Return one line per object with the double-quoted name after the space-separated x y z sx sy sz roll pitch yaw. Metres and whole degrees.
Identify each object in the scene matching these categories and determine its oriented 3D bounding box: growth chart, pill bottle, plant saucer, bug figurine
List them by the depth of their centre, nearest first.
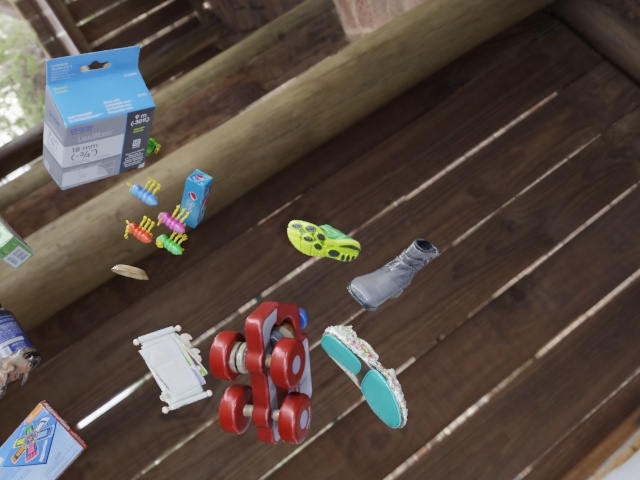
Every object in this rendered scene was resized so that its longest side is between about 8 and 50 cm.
-0.418 0.068 1.397 0.084 0.015 0.083 11 165 3 "plant saucer"
-0.371 0.320 1.621 0.237 0.172 0.021 55 127 27 "growth chart"
-0.856 0.261 1.693 0.219 0.123 0.122 51 166 14 "pill bottle"
-0.503 -0.054 1.929 0.216 0.072 0.279 31 140 4 "bug figurine"

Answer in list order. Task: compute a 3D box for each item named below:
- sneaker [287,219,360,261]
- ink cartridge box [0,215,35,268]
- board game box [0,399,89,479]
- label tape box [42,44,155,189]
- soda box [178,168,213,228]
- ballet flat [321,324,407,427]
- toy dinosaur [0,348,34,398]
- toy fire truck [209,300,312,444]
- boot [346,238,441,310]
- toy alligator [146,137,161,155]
0.000 0.000 2.232 0.296 0.109 0.123 20 -169 -32 "sneaker"
-0.798 -0.032 1.538 0.209 0.062 0.109 41 166 20 "ink cartridge box"
-0.664 0.509 1.438 0.145 0.281 0.027 44 -169 3 "board game box"
-0.545 -0.298 1.568 0.106 0.241 0.333 49 140 19 "label tape box"
-0.447 -0.147 2.267 0.071 0.067 0.210 28 133 5 "soda box"
0.100 0.253 1.241 0.241 0.077 0.091 49 131 21 "ballet flat"
-0.857 0.335 1.498 0.127 0.296 0.200 -113 1 -54 "toy dinosaur"
-0.090 0.262 1.331 0.170 0.254 0.301 2 110 20 "toy fire truck"
0.225 0.084 1.905 0.118 0.222 0.338 48 -154 12 "boot"
-0.514 -0.274 1.893 0.056 0.051 0.190 35 174 -16 "toy alligator"
